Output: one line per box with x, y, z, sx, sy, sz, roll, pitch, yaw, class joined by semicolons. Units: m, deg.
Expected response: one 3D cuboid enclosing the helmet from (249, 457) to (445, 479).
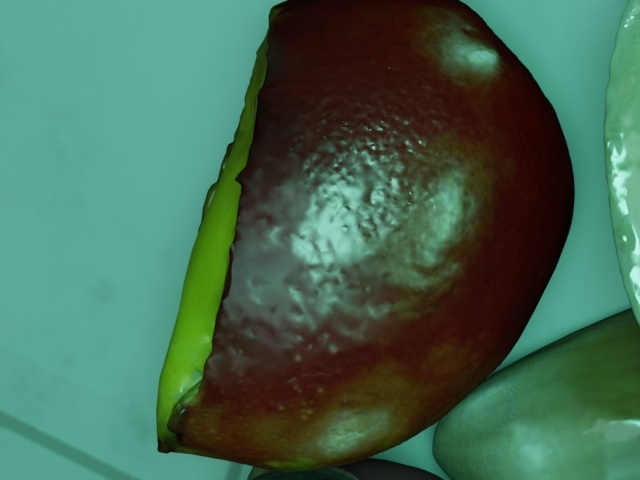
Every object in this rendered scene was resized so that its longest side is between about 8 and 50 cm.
0.062;0.242;1.380;0.198;0.154;0.253;-21;97;40;helmet

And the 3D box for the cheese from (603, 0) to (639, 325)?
0.320;-0.046;1.191;0.292;0.153;0.332;4;91;12;cheese

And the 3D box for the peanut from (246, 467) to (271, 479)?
-0.027;0.206;1.464;0.076;0.076;0.152;25;110;17;peanut

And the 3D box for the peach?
0.000;0.000;1.289;0.338;0.281;0.281;-40;82;-4;peach

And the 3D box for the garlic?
0.225;0.116;1.334;0.318;0.112;0.143;-26;86;14;garlic
